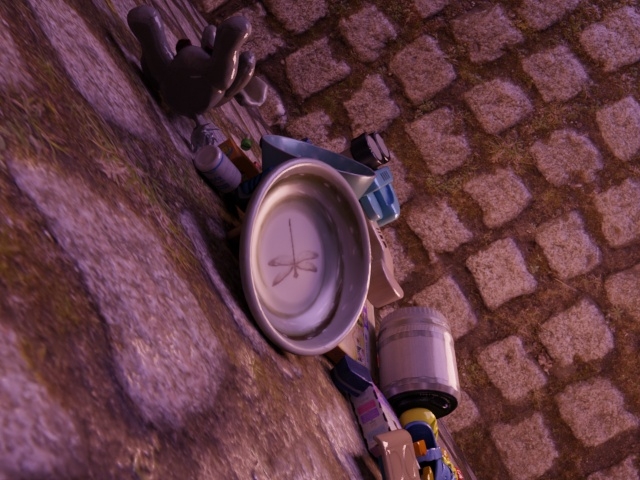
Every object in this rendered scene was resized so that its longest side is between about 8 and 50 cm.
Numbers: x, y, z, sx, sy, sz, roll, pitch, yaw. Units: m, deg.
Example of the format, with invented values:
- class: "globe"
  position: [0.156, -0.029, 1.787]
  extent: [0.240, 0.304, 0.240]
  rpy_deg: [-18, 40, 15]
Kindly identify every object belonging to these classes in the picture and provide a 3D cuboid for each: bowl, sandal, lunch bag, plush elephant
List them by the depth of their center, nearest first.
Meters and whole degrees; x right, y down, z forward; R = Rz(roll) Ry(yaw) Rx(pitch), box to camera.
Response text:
- class: "plush elephant"
  position: [-0.272, -0.405, 1.464]
  extent: [0.255, 0.271, 0.330]
  rpy_deg: [-80, 169, -61]
- class: "lunch bag"
  position: [0.075, 0.336, 1.490]
  extent: [0.098, 0.065, 0.067]
  rpy_deg: [37, 16, -24]
- class: "bowl"
  position: [-0.027, -0.148, 1.579]
  extent: [0.311, 0.163, 0.311]
  rpy_deg: [19, 15, -5]
- class: "sandal"
  position: [0.281, 0.603, 1.606]
  extent: [0.138, 0.126, 0.317]
  rpy_deg: [-74, 142, -63]

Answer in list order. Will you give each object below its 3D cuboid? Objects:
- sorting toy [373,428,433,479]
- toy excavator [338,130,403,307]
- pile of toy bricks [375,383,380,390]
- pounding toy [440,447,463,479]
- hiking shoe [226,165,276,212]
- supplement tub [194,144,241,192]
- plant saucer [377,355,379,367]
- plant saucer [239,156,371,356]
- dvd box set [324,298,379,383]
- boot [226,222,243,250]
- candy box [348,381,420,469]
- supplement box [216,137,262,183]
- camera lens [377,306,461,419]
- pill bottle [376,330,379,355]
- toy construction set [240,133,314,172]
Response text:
- class: "sorting toy"
  position: [0.191, 0.530, 1.330]
  extent: [0.307, 0.041, 0.229]
  rpy_deg: [27, 45, -64]
- class: "toy excavator"
  position: [0.140, -0.067, 1.768]
  extent: [0.445, 0.222, 0.433]
  rpy_deg: [62, 20, -3]
- class: "pile of toy bricks"
  position: [0.222, 0.436, 1.916]
  extent: [0.105, 0.118, 0.212]
  rpy_deg: [-83, 150, -50]
- class: "pounding toy"
  position: [0.380, 0.720, 1.918]
  extent: [0.183, 0.110, 0.237]
  rpy_deg: [61, 7, 19]
- class: "hiking shoe"
  position: [-0.123, -0.112, 1.442]
  extent: [0.113, 0.132, 0.304]
  rpy_deg: [46, -13, -25]
- class: "supplement tub"
  position: [-0.238, -0.166, 1.413]
  extent: [0.107, 0.071, 0.071]
  rpy_deg: [50, 10, -53]
- class: "plant saucer"
  position: [0.111, 0.316, 2.019]
  extent: [0.258, 0.047, 0.259]
  rpy_deg: [61, 7, 20]
- class: "plant saucer"
  position: [-0.045, 0.033, 1.257]
  extent: [0.400, 0.100, 0.400]
  rpy_deg: [4, 85, -52]
- class: "dvd box set"
  position: [0.057, 0.187, 1.654]
  extent: [0.420, 0.062, 0.308]
  rpy_deg: [50, 32, -53]
- class: "boot"
  position: [-0.104, 0.052, 1.329]
  extent: [0.207, 0.090, 0.248]
  rpy_deg: [58, 4, 6]
- class: "candy box"
  position: [0.153, 0.464, 1.505]
  extent: [0.165, 0.070, 0.196]
  rpy_deg: [55, 6, -34]
- class: "supplement box"
  position: [-0.214, -0.185, 1.679]
  extent: [0.080, 0.078, 0.233]
  rpy_deg: [62, 6, 26]
- class: "camera lens"
  position: [0.273, 0.354, 1.720]
  extent: [0.219, 0.219, 0.274]
  rpy_deg: [53, 29, -44]
- class: "pill bottle"
  position: [0.287, 0.462, 2.237]
  extent: [0.153, 0.153, 0.265]
  rpy_deg: [52, 9, -50]
- class: "toy construction set"
  position: [-0.118, -0.163, 1.984]
  extent: [0.237, 0.257, 0.309]
  rpy_deg: [-88, 174, -47]
